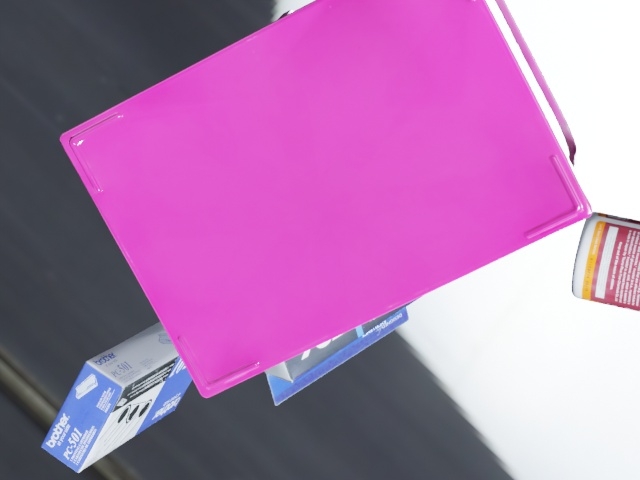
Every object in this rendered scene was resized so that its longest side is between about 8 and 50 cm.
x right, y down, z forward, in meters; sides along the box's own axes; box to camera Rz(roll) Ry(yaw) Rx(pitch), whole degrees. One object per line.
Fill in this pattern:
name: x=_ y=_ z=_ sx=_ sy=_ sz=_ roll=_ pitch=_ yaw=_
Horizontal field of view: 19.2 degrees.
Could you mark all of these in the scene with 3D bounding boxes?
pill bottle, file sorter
pill bottle: x=0.315 y=0.027 z=1.756 sx=0.086 sy=0.152 sz=0.086 roll=12 pitch=90 yaw=-76
file sorter: x=0.014 y=-0.064 z=1.305 sx=0.291 sy=0.202 sz=0.182 roll=-26 pitch=-171 yaw=14

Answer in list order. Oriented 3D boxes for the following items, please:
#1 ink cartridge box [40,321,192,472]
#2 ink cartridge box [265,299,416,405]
ink cartridge box: x=-0.172 y=0.134 z=1.736 sx=0.097 sy=0.046 sz=0.207 roll=-60 pitch=169 yaw=19
ink cartridge box: x=0.000 y=0.000 z=1.654 sx=0.165 sy=0.065 sz=0.332 roll=-33 pitch=131 yaw=-19
